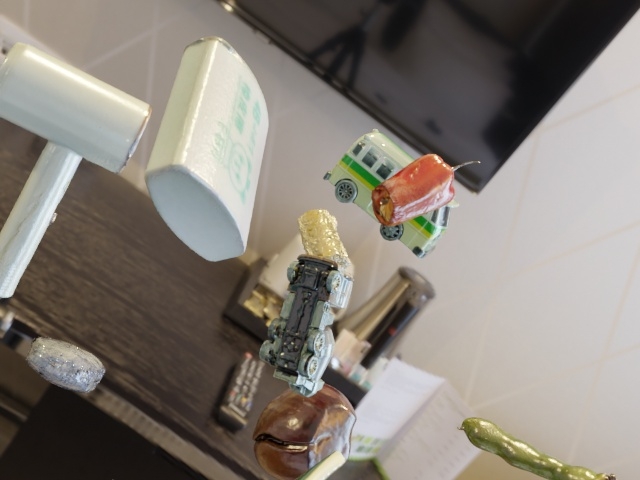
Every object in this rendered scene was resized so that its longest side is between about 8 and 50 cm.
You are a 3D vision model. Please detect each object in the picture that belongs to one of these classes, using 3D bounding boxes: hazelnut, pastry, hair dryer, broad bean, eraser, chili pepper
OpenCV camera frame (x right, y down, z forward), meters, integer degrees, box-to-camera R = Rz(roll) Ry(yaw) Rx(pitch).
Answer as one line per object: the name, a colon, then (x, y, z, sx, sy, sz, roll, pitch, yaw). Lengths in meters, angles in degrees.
hazelnut: (-0.035, 0.432, 1.728, 0.218, 0.218, 0.234, 40, 56, 7)
pastry: (0.006, 0.000, 2.052, 0.122, 0.089, 0.258, -7, 41, -3)
hair dryer: (-0.266, -0.049, 0.715, 0.131, 0.236, 0.073, 26, 14, -19)
broad bean: (0.342, 0.349, 1.249, 0.256, 0.052, 0.052, 18, 20, 31)
eraser: (-0.156, -0.136, 1.122, 0.189, 0.104, 0.290, 64, 23, -44)
chili pepper: (0.168, -0.088, 1.206, 0.086, 0.192, 0.084, 59, -17, 23)

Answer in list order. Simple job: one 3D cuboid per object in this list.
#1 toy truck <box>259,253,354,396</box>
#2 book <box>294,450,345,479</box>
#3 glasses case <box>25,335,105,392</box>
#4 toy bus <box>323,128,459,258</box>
toy truck: (-0.017, 0.165, 1.469, 0.108, 0.256, 0.140, 12, -9, 30)
book: (-0.145, 0.500, 1.308, 0.031, 0.379, 0.264, 53, 27, 10)
glasses case: (-0.404, 0.200, 1.242, 0.109, 0.067, 0.282, 31, -13, -6)
toy bus: (0.163, -0.102, 1.674, 0.276, 0.164, 0.134, 40, 18, 11)
